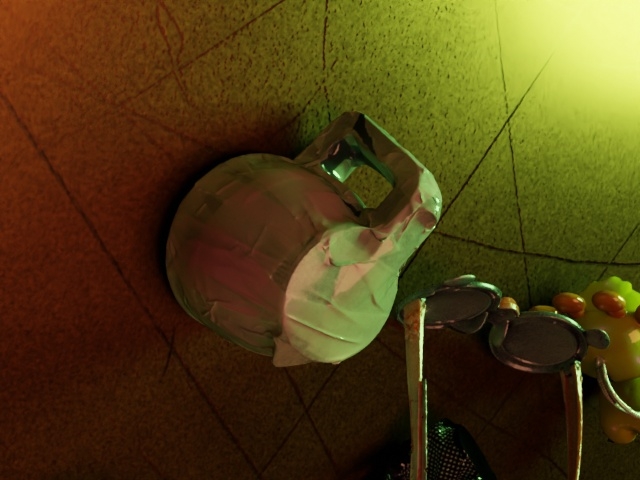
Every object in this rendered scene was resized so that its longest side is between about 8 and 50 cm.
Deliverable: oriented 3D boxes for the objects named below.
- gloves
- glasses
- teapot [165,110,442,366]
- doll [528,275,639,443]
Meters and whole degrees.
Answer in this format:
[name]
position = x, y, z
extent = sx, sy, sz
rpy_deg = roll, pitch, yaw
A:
[gloves]
position = 0.089, 0.275, 1.439
extent = 0.181, 0.106, 0.129
rpy_deg = -30, 122, 13
[glasses]
position = 0.177, 0.179, 1.349
extent = 0.234, 0.118, 0.268
rpy_deg = 23, 53, -35
[teapot]
position = 0.001, 0.013, 1.195
extent = 0.222, 0.178, 0.163
rpy_deg = -27, 123, -26
[doll]
position = 0.313, 0.119, 1.508
extent = 0.221, 0.143, 0.135
rpy_deg = 54, 47, -44
